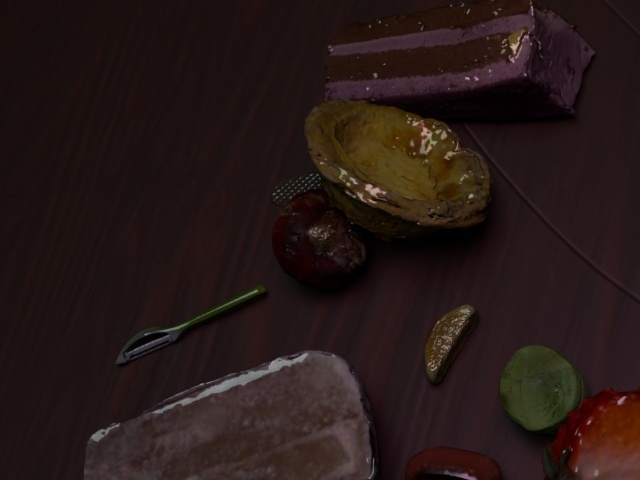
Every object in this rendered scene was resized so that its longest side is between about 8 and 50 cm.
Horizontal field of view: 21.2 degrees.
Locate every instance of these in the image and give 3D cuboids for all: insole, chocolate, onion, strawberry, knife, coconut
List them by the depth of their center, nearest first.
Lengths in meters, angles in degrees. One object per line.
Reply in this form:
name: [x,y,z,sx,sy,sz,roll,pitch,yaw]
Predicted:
strawberry: [0.315,0.222,1.597,0.236,0.111,0.190,-6,92,-10]
coconut: [0.215,0.145,1.663,0.088,0.096,0.088,-11,68,30]
chocolate: [-0.084,0.231,1.712,0.303,0.100,0.185,-20,52,4]
onion: [0.000,0.000,1.798,0.107,0.097,0.107,8,68,-20]
knife: [-0.142,0.088,1.838,0.184,0.022,0.026,-25,88,5]
insole: [0.010,-0.056,1.868,0.135,0.002,0.045,-2,66,16]

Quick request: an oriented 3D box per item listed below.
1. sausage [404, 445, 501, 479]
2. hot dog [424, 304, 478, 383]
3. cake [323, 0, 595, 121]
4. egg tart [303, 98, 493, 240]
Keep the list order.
sausage: [0.129,0.231,1.671,0.094,0.059,0.054,4,24,19]
hot dog: [0.126,0.102,1.745,0.034,0.030,0.090,27,76,27]
cake: [0.136,-0.195,1.841,0.295,0.113,0.116,0,64,23]
egg tart: [0.075,-0.065,1.771,0.212,0.212,0.090,41,123,28]
